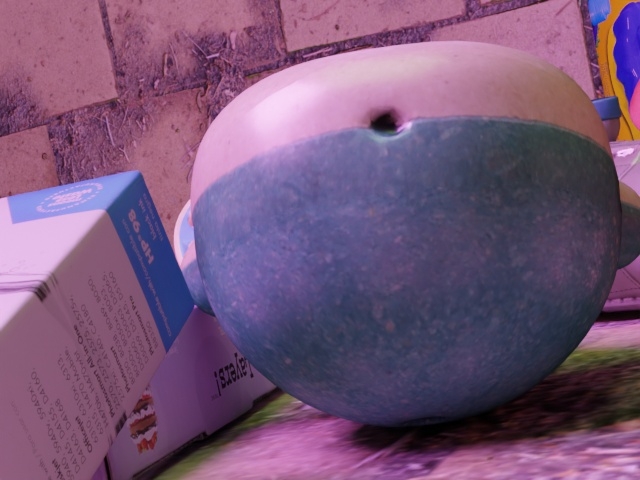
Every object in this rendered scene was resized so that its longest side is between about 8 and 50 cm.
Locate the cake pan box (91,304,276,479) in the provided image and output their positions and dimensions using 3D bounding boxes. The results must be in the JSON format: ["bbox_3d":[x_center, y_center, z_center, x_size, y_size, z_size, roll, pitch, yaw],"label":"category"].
[{"bbox_3d":[-0.160,0.079,0.583,0.245,0.070,0.267,-8,2,17],"label":"cake pan box"}]

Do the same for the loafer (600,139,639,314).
[{"bbox_3d":[0.191,-0.014,0.659,0.319,0.112,0.111,-10,-9,28],"label":"loafer"}]

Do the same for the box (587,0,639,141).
[{"bbox_3d":[0.406,-0.152,1.036,0.177,0.290,0.279,-11,0,-16],"label":"box"}]

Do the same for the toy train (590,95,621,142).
[{"bbox_3d":[0.147,-0.026,0.931,0.248,0.143,0.105,-10,1,37],"label":"toy train"}]

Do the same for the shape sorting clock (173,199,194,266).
[{"bbox_3d":[0.000,0.000,0.802,0.206,0.040,0.206,7,37,-6],"label":"shape sorting clock"}]

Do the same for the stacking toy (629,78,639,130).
[{"bbox_3d":[0.297,-0.089,0.475,0.279,0.130,0.309,-7,24,-11],"label":"stacking toy"}]

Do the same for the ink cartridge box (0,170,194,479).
[{"bbox_3d":[-0.119,0.047,0.345,0.104,0.060,0.180,-10,23,17],"label":"ink cartridge box"}]

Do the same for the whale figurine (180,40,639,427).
[{"bbox_3d":[0.043,0.025,0.514,0.216,0.141,0.272,-7,-23,4],"label":"whale figurine"}]
